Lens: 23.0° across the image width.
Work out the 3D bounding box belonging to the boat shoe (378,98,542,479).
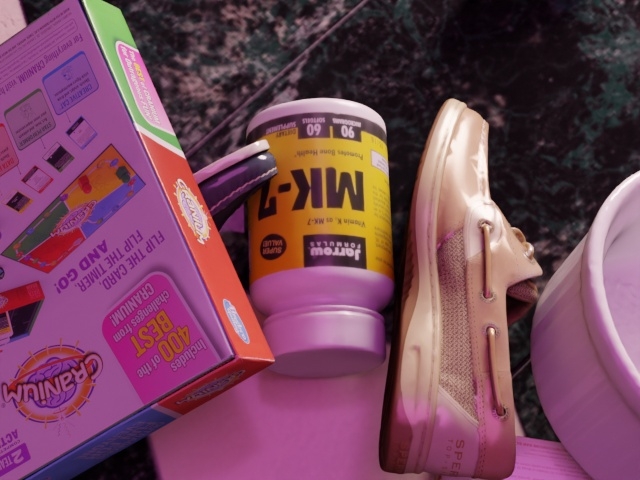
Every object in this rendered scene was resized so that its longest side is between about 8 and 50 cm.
[{"bbox_3d":[0.118,0.038,1.266,0.110,0.122,0.341,8,58,1],"label":"boat shoe"}]

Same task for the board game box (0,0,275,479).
[{"bbox_3d":[-0.204,0.007,1.208,0.242,0.064,0.317,-30,73,19],"label":"board game box"}]

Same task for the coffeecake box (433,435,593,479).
[{"bbox_3d":[0.155,0.252,1.239,0.142,0.068,0.186,9,70,-1],"label":"coffeecake box"}]

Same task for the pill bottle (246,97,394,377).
[{"bbox_3d":[0.000,0.000,1.289,0.119,0.119,0.209,-1,71,-4],"label":"pill bottle"}]

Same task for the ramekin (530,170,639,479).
[{"bbox_3d":[0.299,0.088,1.232,0.277,0.135,0.277,13,55,-19],"label":"ramekin"}]

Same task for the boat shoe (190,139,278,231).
[{"bbox_3d":[-0.127,0.018,1.255,0.254,0.095,0.079,-38,81,7],"label":"boat shoe"}]
